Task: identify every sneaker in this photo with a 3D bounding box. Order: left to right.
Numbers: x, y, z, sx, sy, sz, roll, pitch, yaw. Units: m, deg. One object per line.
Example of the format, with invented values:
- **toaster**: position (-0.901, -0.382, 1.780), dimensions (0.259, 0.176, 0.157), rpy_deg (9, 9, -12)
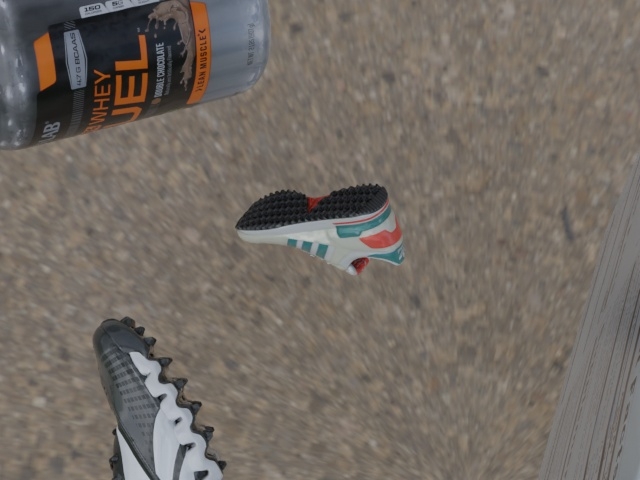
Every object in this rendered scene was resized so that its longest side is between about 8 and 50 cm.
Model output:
- **sneaker**: position (-0.101, 0.163, 1.028), dimensions (0.106, 0.078, 0.234), rpy_deg (-27, 87, -4)
- **sneaker**: position (0.000, 0.000, 1.399), dimensions (0.161, 0.057, 0.075), rpy_deg (-6, 124, 38)

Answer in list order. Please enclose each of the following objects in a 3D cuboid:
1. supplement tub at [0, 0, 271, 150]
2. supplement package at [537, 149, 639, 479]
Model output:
- **supplement tub**: position (-0.235, -0.208, 1.631), dimensions (0.338, 0.207, 0.207), rpy_deg (-17, 79, -25)
- **supplement package**: position (0.176, 0.046, 0.459), dimensions (0.199, 0.262, 0.198), rpy_deg (16, 65, 6)
